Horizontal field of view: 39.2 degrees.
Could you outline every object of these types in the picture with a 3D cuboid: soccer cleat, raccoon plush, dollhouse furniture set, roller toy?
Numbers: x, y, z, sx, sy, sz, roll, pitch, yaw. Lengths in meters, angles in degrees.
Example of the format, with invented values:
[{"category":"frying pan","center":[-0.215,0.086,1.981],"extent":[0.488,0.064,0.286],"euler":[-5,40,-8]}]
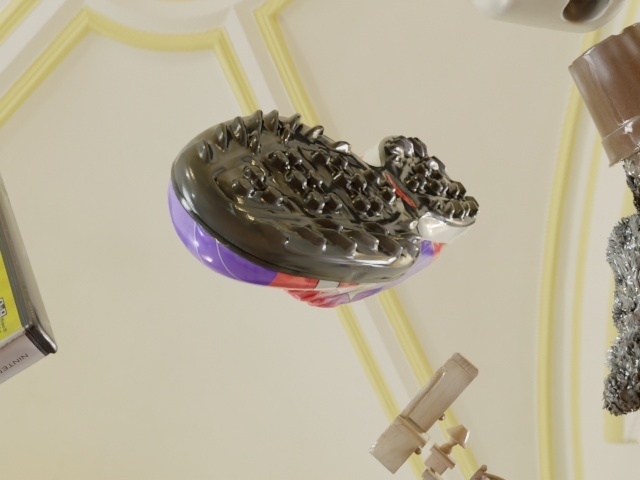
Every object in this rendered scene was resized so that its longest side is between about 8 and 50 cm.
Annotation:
[{"category":"soccer cleat","center":[0.000,0.000,0.526],"extent":[0.116,0.318,0.108],"euler":[-45,-103,20]},{"category":"raccoon plush","center":[0.501,0.087,1.413],"extent":[0.446,0.216,0.299],"euler":[45,-123,-32]},{"category":"dollhouse furniture set","center":[0.270,0.336,1.263],"extent":[0.355,0.303,0.174],"euler":[41,-87,13]},{"category":"roller toy","center":[0.244,-0.313,0.917],"extent":[0.146,0.209,0.191],"euler":[6,-83,-11]}]

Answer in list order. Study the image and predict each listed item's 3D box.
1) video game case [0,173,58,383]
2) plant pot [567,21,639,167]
[{"category":"video game case","center":[-0.346,0.062,0.700],"extent":[0.248,0.275,0.035],"euler":[-32,-49,-6]},{"category":"plant pot","center":[0.460,-0.219,1.327],"extent":[0.167,0.167,0.165],"euler":[-29,-97,-1]}]
